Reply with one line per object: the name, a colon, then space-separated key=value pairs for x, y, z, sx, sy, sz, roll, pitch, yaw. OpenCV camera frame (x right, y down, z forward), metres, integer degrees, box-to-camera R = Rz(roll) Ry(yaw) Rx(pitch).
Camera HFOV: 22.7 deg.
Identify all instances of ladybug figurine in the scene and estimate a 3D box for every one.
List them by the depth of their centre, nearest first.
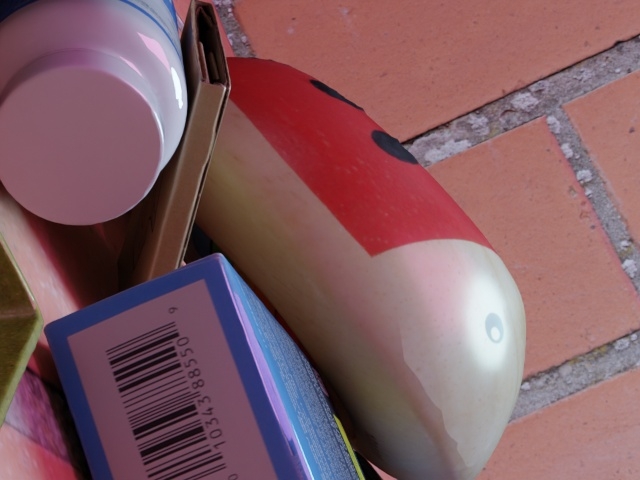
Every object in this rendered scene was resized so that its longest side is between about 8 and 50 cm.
ladybug figurine: x=0.000 y=0.000 z=1.228 sx=0.449 sy=0.162 sz=0.305 roll=45 pitch=-13 yaw=32

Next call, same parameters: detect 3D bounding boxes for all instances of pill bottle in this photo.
pill bottle: x=-0.141 y=-0.094 z=0.932 sx=0.221 sy=0.124 sz=0.124 roll=-104 pitch=169 yaw=-64

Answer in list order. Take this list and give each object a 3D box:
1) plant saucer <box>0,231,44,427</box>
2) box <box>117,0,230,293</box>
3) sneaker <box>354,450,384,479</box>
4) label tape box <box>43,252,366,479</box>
plant saucer: x=-0.174 y=-0.015 z=0.585 sx=0.188 sy=0.045 sz=0.188 roll=-99 pitch=164 yaw=-75
box: x=-0.097 y=-0.037 z=1.020 sx=0.164 sy=0.021 sz=0.201 roll=-107 pitch=-149 yaw=-63
sneaker: x=0.032 y=0.301 z=1.183 sx=0.162 sy=0.106 sz=0.281 roll=82 pitch=-8 yaw=-70
label tape box: x=-0.025 y=0.179 z=0.939 sx=0.347 sy=0.115 sz=0.249 roll=64 pitch=4 yaw=-71
